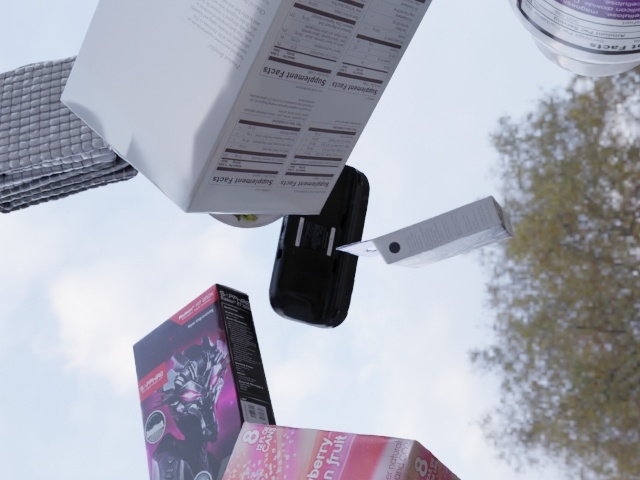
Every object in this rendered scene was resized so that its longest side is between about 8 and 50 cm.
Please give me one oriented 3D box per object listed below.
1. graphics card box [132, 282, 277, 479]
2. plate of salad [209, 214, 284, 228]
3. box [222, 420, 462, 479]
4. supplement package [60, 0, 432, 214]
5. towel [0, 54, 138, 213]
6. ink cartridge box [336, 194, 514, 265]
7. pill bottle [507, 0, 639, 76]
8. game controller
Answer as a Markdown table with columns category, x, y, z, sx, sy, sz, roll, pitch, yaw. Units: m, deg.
| category | x | y | z | sx | sy | sz | roll | pitch | yaw |
| --- | --- | --- | --- | --- | --- | --- | --- | --- | --- |
| graphics card box | -0.195 | 0.284 | 1.604 | 0.094 | 0.232 | 0.371 | 26 | -142 | -45 |
| plate of salad | -0.088 | -0.115 | 1.223 | 0.199 | 0.048 | 0.200 | -1 | -88 | -35 |
| box | -0.008 | 0.284 | 0.611 | 0.142 | 0.154 | 0.300 | 46 | -126 | -41 |
| supplement package | -0.064 | -0.185 | 0.872 | 0.198 | 0.199 | 0.263 | -2 | -55 | -54 |
| towel | -0.440 | -0.183 | 1.568 | 0.121 | 0.283 | 0.235 | 68 | -171 | -56 |
| ink cartridge box | 0.144 | 0.003 | 1.256 | 0.206 | 0.208 | 0.045 | 14 | -121 | -74 |
| pill bottle | 0.230 | -0.254 | 0.711 | 0.323 | 0.181 | 0.182 | 67 | -148 | -71 |
| game controller | 0.000 | 0.000 | 1.781 | 0.166 | 0.067 | 0.319 | 15 | -104 | -20 |
